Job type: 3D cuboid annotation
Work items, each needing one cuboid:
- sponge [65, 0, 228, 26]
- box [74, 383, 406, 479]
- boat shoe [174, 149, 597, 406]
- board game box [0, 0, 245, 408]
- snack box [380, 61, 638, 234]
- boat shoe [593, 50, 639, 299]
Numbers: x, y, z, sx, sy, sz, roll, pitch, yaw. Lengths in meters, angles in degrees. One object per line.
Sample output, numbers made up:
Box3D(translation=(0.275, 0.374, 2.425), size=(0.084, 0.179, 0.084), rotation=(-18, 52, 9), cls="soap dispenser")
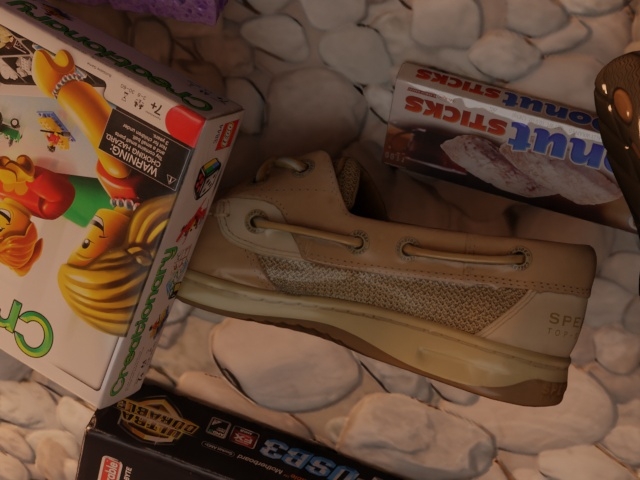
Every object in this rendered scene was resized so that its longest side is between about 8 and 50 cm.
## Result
Box3D(translation=(-0.108, -0.224, 1.000), size=(0.117, 0.031, 0.210), rotation=(12, 130, 11), cls="sponge")
Box3D(translation=(-0.050, 0.264, 1.339), size=(0.293, 0.073, 0.295), rotation=(20, 130, 3), cls="box")
Box3D(translation=(0.000, 0.000, 1.096), size=(0.341, 0.122, 0.110), rotation=(18, 96, 16), cls="boat shoe")
Box3D(translation=(-0.210, -0.058, 1.068), size=(0.305, 0.053, 0.193), rotation=(29, 113, 17), cls="board game box")
Box3D(translation=(0.127, -0.052, 1.053), size=(0.178, 0.022, 0.064), rotation=(16, 130, 8), cls="snack box")
Box3D(translation=(0.245, 0.015, 0.997), size=(0.120, 0.122, 0.324), rotation=(-24, 135, -1), cls="boat shoe")
